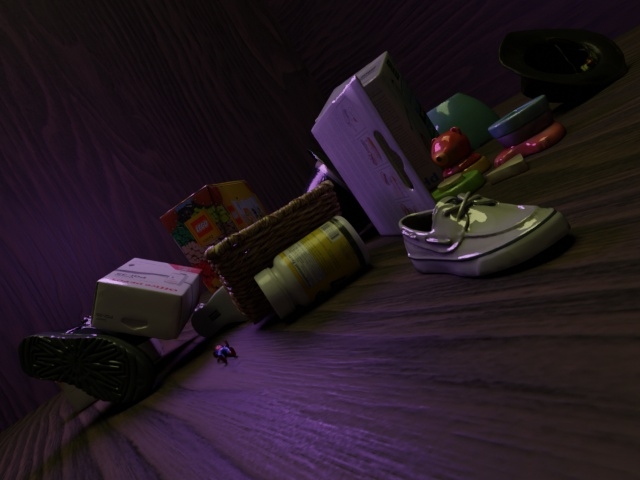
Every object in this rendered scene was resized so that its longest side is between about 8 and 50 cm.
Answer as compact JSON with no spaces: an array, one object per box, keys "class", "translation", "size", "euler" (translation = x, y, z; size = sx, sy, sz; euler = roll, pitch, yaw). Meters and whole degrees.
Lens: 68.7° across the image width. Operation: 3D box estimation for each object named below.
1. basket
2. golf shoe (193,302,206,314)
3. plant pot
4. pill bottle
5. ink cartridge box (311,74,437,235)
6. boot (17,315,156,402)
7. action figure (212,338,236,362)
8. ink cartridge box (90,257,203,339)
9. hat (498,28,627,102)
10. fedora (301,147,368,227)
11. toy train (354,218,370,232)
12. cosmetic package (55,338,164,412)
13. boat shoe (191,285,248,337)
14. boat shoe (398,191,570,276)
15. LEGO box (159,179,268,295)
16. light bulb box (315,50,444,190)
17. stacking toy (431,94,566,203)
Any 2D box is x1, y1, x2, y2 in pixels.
[{"class":"basket","translation":[-0.107,-0.010,1.042],"size":[0.299,0.223,0.213],"euler":[-32,37,-14]},{"class":"golf shoe","translation":[-0.361,0.241,1.538],"size":[0.093,0.077,0.198],"euler":[-11,1,-8]},{"class":"plant pot","translation":[0.491,-0.415,1.702],"size":[0.290,0.195,0.290],"euler":[-33,6,4]},{"class":"pill bottle","translation":[-0.018,0.054,0.915],"size":[0.208,0.119,0.119],"euler":[-34,6,-9]},{"class":"ink cartridge box","translation":[0.128,-0.157,0.941],"size":[0.091,0.308,0.385],"euler":[-35,6,-10]},{"class":"boot","translation":[-0.492,0.261,1.281],"size":[0.366,0.146,0.445],"euler":[11,8,15]},{"class":"action figure","translation":[-0.197,0.222,0.942],"size":[0.038,0.030,0.115],"euler":[-41,6,-21]},{"class":"ink cartridge box","translation":[-0.436,0.143,1.224],"size":[0.207,0.117,0.283],"euler":[11,8,-6]},{"class":"hat","translation":[0.649,-0.467,1.301],"size":[0.331,0.331,0.134],"euler":[-35,-31,-23]},{"class":"fedora","translation":[0.040,-0.110,1.298],"size":[0.152,0.334,0.334],"euler":[-49,5,4]},{"class":"toy train","translation":[0.124,-0.051,1.483],"size":[0.036,0.027,0.158],"euler":[-33,4,32]},{"class":"cosmetic package","translation":[-0.682,0.404,1.538],"size":[0.296,0.129,0.153],"euler":[-34,6,-15]},{"class":"boat shoe","translation":[-0.229,0.167,1.240],"size":[0.301,0.108,0.102],"euler":[-37,3,40]},{"class":"boat shoe","translation":[0.180,-0.017,0.583],"size":[0.096,0.088,0.267],"euler":[-34,6,-13]},{"class":"LEGO box","translation":[-0.297,-0.005,1.665],"size":[0.193,0.373,0.500],"euler":[-32,5,8]},{"class":"light bulb box","translation":[0.202,-0.341,1.466],"size":[0.225,0.361,0.358],"euler":[-29,22,27]},{"class":"stacking toy","translation":[0.348,-0.204,1.032],"size":[0.309,0.130,0.279],"euler":[-28,7,45]}]
